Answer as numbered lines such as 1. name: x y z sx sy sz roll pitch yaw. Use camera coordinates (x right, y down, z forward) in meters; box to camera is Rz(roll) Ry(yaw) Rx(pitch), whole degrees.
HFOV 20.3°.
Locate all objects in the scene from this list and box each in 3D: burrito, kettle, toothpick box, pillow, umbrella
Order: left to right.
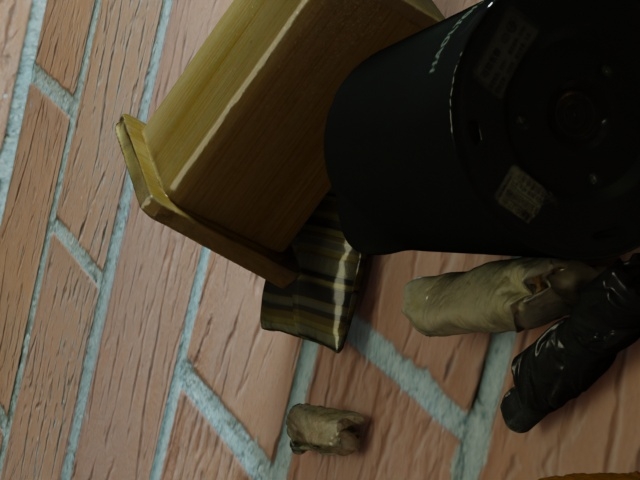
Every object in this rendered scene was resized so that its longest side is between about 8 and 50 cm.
1. toothpick box: -0.034 -0.147 1.751 0.308 0.190 0.187 -52 30 18
2. pillow: 0.000 0.000 1.835 0.208 0.052 0.212 9 86 68
3. burrito: 0.003 0.188 1.771 0.149 0.041 0.055 170 94 -67
4. burrito: 0.137 0.047 1.449 0.275 0.082 0.059 166 99 -68
5. kettle: 0.135 -0.114 1.371 0.308 0.203 0.262 177 99 -70
6. umbrella: 0.190 0.080 1.332 0.236 0.066 0.059 127 139 -53

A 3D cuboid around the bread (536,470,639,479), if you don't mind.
1. bread: 0.160 0.265 1.253 0.143 0.139 0.229 -114 39 -66
